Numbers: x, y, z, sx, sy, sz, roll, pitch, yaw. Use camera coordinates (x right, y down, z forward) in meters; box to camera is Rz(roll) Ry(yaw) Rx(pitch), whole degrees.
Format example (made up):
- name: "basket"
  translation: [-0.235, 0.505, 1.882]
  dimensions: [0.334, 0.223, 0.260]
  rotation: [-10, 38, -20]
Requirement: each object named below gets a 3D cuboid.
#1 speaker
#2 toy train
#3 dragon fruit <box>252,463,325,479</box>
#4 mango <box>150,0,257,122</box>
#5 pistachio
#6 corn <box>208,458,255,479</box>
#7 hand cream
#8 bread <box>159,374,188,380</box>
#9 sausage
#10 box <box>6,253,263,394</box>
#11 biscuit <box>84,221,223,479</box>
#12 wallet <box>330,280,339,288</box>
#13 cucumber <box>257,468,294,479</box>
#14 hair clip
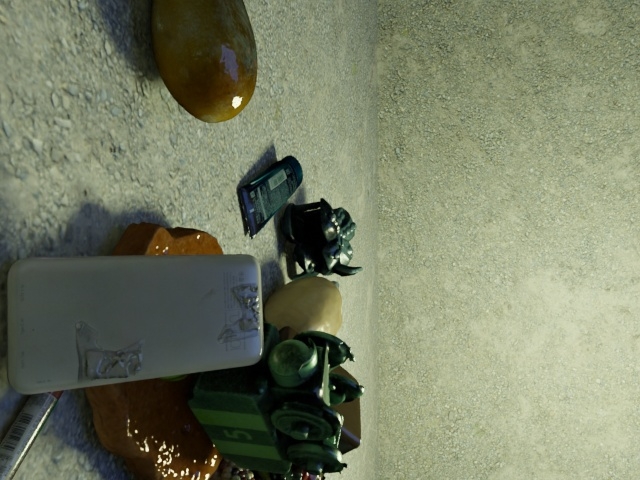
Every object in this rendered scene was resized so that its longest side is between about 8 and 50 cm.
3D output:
- name: "speaker"
  translation: [-0.049, 0.319, 1.111]
  dimensions: [0.231, 0.153, 0.192]
  rotation: [43, 26, -21]
- name: "toy train"
  translation: [-0.063, 0.246, 0.855]
  dimensions: [0.167, 0.238, 0.299]
  rotation: [-75, 161, -44]
- name: "dragon fruit"
  translation: [-0.067, 0.498, 1.221]
  dimensions: [0.182, 0.188, 0.182]
  rotation: [-47, 170, -11]
- name: "mango"
  translation: [-0.185, -0.337, 0.845]
  dimensions: [0.193, 0.146, 0.316]
  rotation: [-16, 92, -75]
- name: "pistachio"
  translation: [-0.048, 0.191, 1.325]
  dimensions: [0.299, 0.187, 0.187]
  rotation: [-44, 133, -62]
- name: "corn"
  translation: [-0.131, 0.464, 0.920]
  dimensions: [0.280, 0.092, 0.092]
  rotation: [53, -15, 43]
- name: "hand cream"
  translation: [-0.113, -0.114, 1.274]
  dimensions: [0.270, 0.061, 0.120]
  rotation: [-55, 142, -56]
- name: "bread"
  translation: [-0.184, 0.112, 0.726]
  dimensions: [0.130, 0.071, 0.139]
  rotation: [77, 21, -53]
- name: "sausage"
  translation: [-0.312, 0.204, 0.576]
  dimensions: [0.223, 0.029, 0.029]
  rotation: [-74, 159, -44]
- name: "box"
  translation: [-0.199, 0.088, 0.637]
  dimensions: [0.285, 0.044, 0.142]
  rotation: [0, 86, -31]
- name: "biscuit"
  translation: [-0.219, 0.180, 0.840]
  dimensions: [0.350, 0.078, 0.455]
  rotation: [-71, 157, -57]
- name: "wallet"
  translation: [-0.010, 0.239, 1.630]
  dimensions: [0.231, 0.069, 0.170]
  rotation: [-60, 165, -56]
- name: "cucumber"
  translation: [-0.083, 0.426, 1.046]
  dimensions: [0.062, 0.078, 0.211]
  rotation: [-43, 133, -28]
- name: "hair clip"
  translation: [0.002, 0.006, 1.499]
  dimensions: [0.310, 0.194, 0.206]
  rotation: [13, 66, -73]
